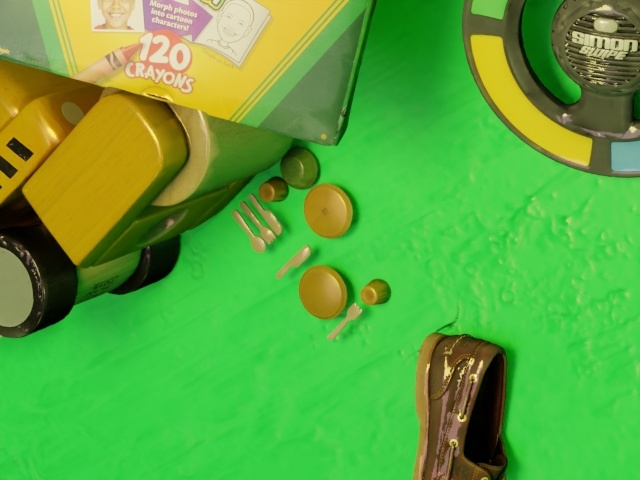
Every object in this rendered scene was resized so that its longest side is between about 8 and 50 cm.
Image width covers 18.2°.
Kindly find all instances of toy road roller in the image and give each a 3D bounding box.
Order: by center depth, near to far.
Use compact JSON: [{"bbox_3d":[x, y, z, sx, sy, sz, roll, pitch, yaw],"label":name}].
[{"bbox_3d":[-0.203,-0.091,1.704,0.329,0.202,0.241,-41,80,35],"label":"toy road roller"}]

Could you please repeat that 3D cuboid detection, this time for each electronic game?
[{"bbox_3d":[0.216,-0.149,1.484,0.229,0.048,0.229,12,124,18],"label":"electronic game"}]

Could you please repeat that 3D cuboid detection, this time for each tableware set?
[{"bbox_3d":[0.000,0.000,1.713,0.104,0.024,0.154,-45,77,30],"label":"tableware set"}]

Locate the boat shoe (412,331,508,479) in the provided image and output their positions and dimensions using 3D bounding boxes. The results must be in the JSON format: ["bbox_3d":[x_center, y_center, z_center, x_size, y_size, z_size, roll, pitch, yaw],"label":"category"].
[{"bbox_3d":[0.119,0.180,1.654,0.073,0.073,0.207,8,108,32],"label":"boat shoe"}]

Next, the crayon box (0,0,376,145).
[{"bbox_3d":[-0.097,-0.189,1.493,0.278,0.081,0.165,15,106,4],"label":"crayon box"}]

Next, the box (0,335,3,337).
[{"bbox_3d":[-0.315,0.043,1.874,0.101,0.102,0.087,-7,98,33],"label":"box"}]
